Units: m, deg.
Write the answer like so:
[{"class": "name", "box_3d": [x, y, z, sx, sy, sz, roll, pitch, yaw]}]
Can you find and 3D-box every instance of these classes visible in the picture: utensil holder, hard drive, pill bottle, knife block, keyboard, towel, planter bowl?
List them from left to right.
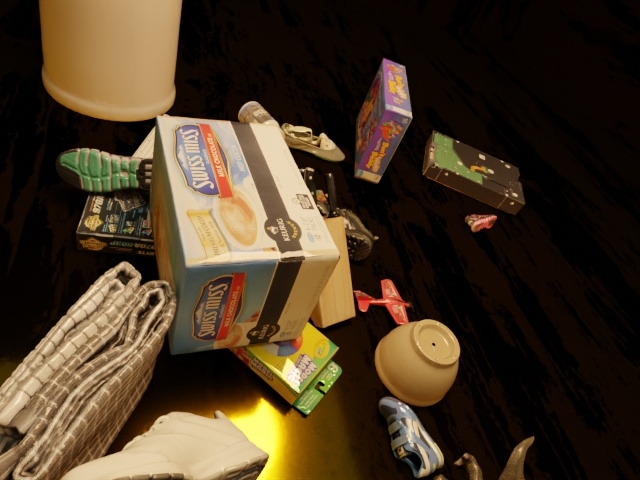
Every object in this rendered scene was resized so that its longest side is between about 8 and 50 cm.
[{"class": "towel", "box_3d": [-0.300, 0.199, 0.556, 0.121, 0.235, 0.283, 30, 42, -6]}, {"class": "utensil holder", "box_3d": [-0.512, -0.551, 1.095, 0.328, 0.385, 0.327, 13, 43, -13]}, {"class": "keyboard", "box_3d": [-0.401, -0.241, 1.112, 0.072, 0.014, 0.256, 18, 43, -9]}, {"class": "pill bottle", "box_3d": [-0.166, -0.326, 1.262, 0.078, 0.078, 0.137, -21, 60, -39]}, {"class": "knife block", "box_3d": [0.000, 0.000, 0.891, 0.088, 0.242, 0.275, -13, 55, -34]}, {"class": "planter bowl", "box_3d": [0.202, 0.223, 0.863, 0.162, 0.109, 0.162, 14, 43, -14]}, {"class": "hard drive", "box_3d": [0.517, -0.234, 1.510, 0.339, 0.064, 0.236, 23, 42, -4]}]

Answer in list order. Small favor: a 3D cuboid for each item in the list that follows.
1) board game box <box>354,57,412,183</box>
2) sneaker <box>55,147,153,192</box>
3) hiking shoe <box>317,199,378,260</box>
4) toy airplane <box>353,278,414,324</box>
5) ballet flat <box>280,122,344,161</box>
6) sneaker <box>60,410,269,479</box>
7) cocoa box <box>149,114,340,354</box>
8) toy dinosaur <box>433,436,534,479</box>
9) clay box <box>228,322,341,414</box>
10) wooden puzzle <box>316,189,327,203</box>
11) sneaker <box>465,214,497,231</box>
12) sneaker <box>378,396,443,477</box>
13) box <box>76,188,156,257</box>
[{"class": "board game box", "box_3d": [0.184, -0.372, 1.363, 0.078, 0.233, 0.347, 17, 43, -9]}, {"class": "sneaker", "box_3d": [-0.406, -0.137, 0.903, 0.224, 0.083, 0.098, 7, 8, -6]}, {"class": "hiking shoe", "box_3d": [0.032, -0.042, 1.084, 0.227, 0.086, 0.114, 37, 29, 5]}, {"class": "toy airplane", "box_3d": [0.138, 0.137, 0.976, 0.151, 0.028, 0.151, 16, 30, -10]}, {"class": "ballet flat", "box_3d": [-0.020, -0.290, 1.304, 0.213, 0.068, 0.072, 14, 43, -13]}, {"class": "sneaker", "box_3d": [-0.196, 0.286, 0.562, 0.129, 0.111, 0.297, 37, 3, 32]}, {"class": "cocoa box", "box_3d": [-0.159, -0.020, 0.767, 0.228, 0.231, 0.347, -2, 48, -27]}, {"class": "toy dinosaur", "box_3d": [0.221, 0.423, 0.640, 0.314, 0.121, 0.160, -37, 68, -22]}, {"class": "clay box", "box_3d": [-0.069, 0.192, 0.805, 0.222, 0.053, 0.127, 36, 43, 13]}, {"class": "wooden puzzle", "box_3d": [-0.012, -0.115, 1.177, 0.083, 0.006, 0.049, -2, 49, -27]}, {"class": "sneaker", "box_3d": [0.483, -0.063, 1.341, 0.119, 0.047, 0.057, -11, 42, -35]}, {"class": "sneaker", "box_3d": [0.146, 0.337, 0.763, 0.059, 0.053, 0.144, -20, 58, -36]}, {"class": "box", "box_3d": [-0.382, -0.066, 0.916, 0.175, 0.051, 0.220, 7, 45, -19]}]
